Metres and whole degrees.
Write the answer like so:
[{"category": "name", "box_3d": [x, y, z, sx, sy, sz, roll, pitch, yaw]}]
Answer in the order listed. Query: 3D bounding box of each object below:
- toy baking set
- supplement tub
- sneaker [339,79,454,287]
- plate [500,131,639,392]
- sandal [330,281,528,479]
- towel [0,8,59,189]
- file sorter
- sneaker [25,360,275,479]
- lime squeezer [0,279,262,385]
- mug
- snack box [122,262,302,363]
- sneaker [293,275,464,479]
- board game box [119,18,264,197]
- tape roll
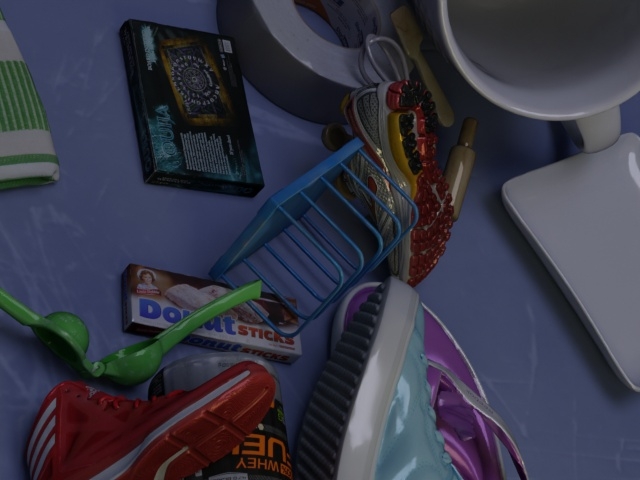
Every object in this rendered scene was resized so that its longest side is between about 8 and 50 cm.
[{"category": "toy baking set", "box_3d": [0.096, -0.114, 1.674, 0.197, 0.030, 0.256, 37, 63, -33]}, {"category": "supplement tub", "box_3d": [-0.081, 0.200, 1.335, 0.117, 0.117, 0.190, 10, 56, -31]}, {"category": "sneaker", "box_3d": [0.075, -0.057, 1.601, 0.088, 0.093, 0.225, -34, 122, -49]}, {"category": "plate", "box_3d": [0.353, 0.024, 1.821, 0.277, 0.045, 0.278, -22, 75, -42]}, {"category": "sandal", "box_3d": [0.132, 0.213, 1.489, 0.169, 0.102, 0.416, 1, 60, -36]}, {"category": "towel", "box_3d": [-0.390, -0.178, 1.433, 0.248, 0.038, 0.324, -11, 66, -42]}, {"category": "file sorter", "box_3d": [0.000, 0.000, 1.511, 0.104, 0.118, 0.170, 45, 37, 5]}, {"category": "sneaker", "box_3d": [-0.152, 0.137, 1.276, 0.128, 0.221, 0.087, 56, 2, 32]}, {"category": "lime squeezer", "box_3d": [-0.193, 0.068, 1.366, 0.310, 0.059, 0.109, 10, 96, -27]}, {"category": "mug", "box_3d": [0.249, -0.269, 1.785, 0.328, 0.276, 0.374, -114, 178, -68]}, {"category": "snack box", "box_3d": [-0.101, 0.069, 1.477, 0.178, 0.022, 0.064, 13, 53, -28]}, {"category": "sneaker", "box_3d": [0.064, 0.206, 1.401, 0.150, 0.135, 0.365, 25, 55, -16]}, {"category": "board game box", "box_3d": [-0.131, -0.135, 1.594, 0.126, 0.026, 0.186, 7, 57, -32]}, {"category": "tape roll", "box_3d": [-0.001, -0.236, 1.727, 0.219, 0.072, 0.219, 19, 51, -25]}]
